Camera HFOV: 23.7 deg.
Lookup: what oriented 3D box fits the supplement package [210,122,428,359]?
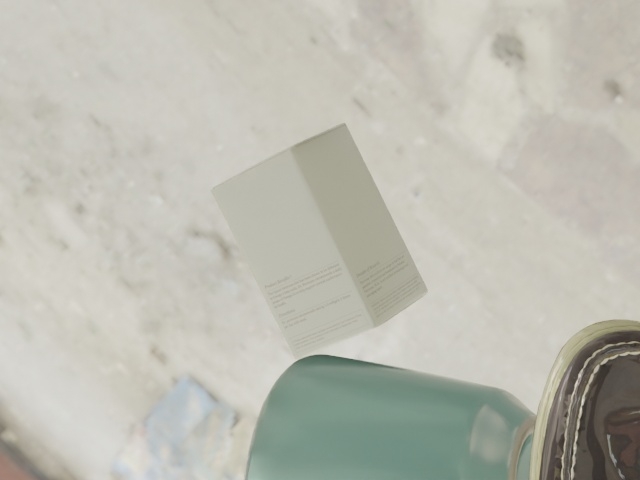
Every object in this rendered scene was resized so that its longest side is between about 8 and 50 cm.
[{"bbox_3d":[0.000,0.000,1.410,0.105,0.105,0.179,-24,93,37],"label":"supplement package"}]

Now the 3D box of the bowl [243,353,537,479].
[{"bbox_3d":[0.088,0.220,1.060,0.163,0.311,0.311,-13,119,24],"label":"bowl"}]

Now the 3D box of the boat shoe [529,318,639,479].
[{"bbox_3d":[0.163,0.185,0.776,0.092,0.102,0.285,-148,60,-80],"label":"boat shoe"}]
